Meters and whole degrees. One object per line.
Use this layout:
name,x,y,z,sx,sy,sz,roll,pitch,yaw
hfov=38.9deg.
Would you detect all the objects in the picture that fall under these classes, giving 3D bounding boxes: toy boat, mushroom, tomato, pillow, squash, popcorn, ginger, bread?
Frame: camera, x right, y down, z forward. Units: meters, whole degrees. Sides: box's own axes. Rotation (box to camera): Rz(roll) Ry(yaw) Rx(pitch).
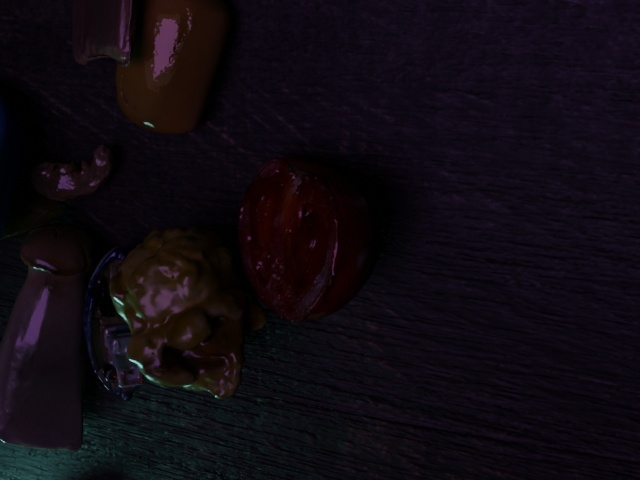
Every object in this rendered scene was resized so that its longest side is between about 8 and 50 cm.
toy boat,-0.299,0.133,1.382,0.115,0.114,0.262,-151,57,-63
mushroom,-0.449,0.171,1.466,0.137,0.154,0.407,-132,48,-58
tomato,0.000,0.000,1.196,0.233,0.139,0.200,38,118,50
pillow,-0.295,-0.306,1.235,0.211,0.034,0.135,17,106,55
squash,-0.566,-0.007,1.477,0.288,0.111,0.203,25,118,18
popcorn,-0.184,0.091,1.268,0.195,0.255,0.256,-17,135,-7
ginger,-0.378,-0.100,1.399,0.173,0.051,0.069,-13,107,24
bread,-0.210,-0.251,1.236,0.147,0.098,0.217,24,117,13

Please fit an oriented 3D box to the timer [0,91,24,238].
timer,-0.621,-0.093,1.392,0.340,0.115,0.309,-1,68,17
